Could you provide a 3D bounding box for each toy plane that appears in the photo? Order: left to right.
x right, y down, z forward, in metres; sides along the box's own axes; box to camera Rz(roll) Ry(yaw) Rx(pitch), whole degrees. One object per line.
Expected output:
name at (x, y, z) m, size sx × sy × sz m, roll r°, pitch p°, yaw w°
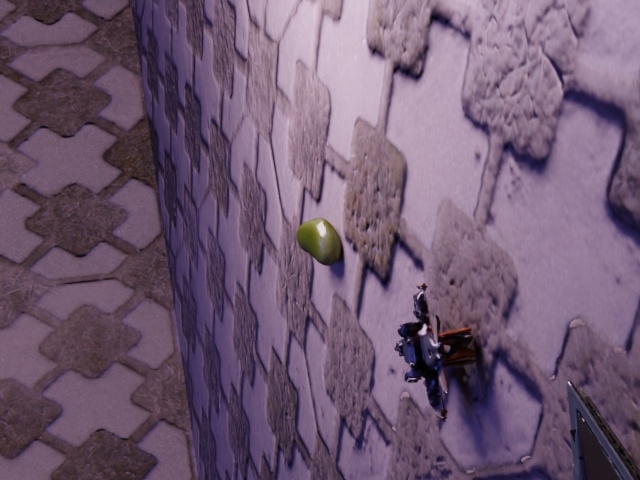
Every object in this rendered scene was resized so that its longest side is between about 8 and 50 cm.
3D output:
toy plane at (0.100, 0.109, 1.153) m, size 0.188 × 0.062 × 0.135 m, roll 174°, pitch 89°, yaw -74°

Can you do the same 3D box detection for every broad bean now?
broad bean at (0.000, 0.000, 1.512) m, size 0.083 × 0.045 × 0.063 m, roll -149°, pitch 53°, yaw -61°

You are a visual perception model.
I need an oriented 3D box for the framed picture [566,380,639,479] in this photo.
framed picture at (0.229, 0.248, 0.738) m, size 0.273 × 0.016 × 0.216 m, roll -116°, pitch 8°, yaw -51°
